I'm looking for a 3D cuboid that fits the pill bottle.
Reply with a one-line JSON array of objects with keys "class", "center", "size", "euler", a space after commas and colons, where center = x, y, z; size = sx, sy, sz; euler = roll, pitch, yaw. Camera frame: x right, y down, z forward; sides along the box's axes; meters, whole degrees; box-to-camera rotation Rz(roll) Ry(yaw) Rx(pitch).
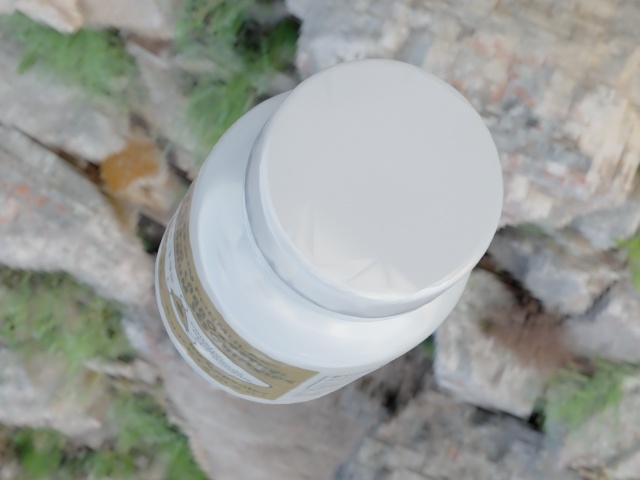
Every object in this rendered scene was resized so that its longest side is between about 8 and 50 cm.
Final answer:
[{"class": "pill bottle", "center": [0.000, 0.000, 0.732], "size": [0.131, 0.131, 0.229], "euler": [29, 163, -5]}]
